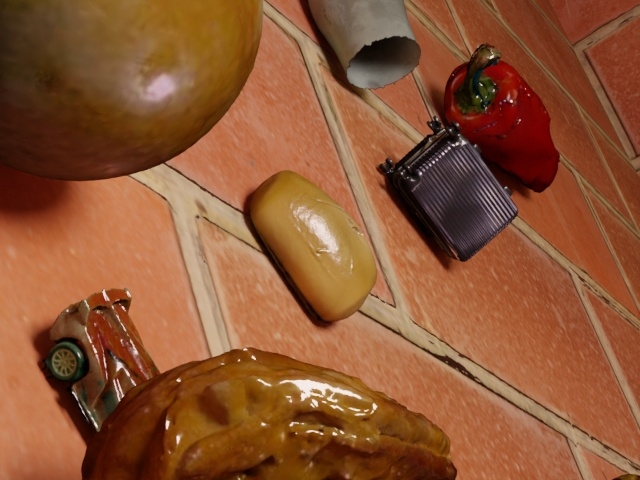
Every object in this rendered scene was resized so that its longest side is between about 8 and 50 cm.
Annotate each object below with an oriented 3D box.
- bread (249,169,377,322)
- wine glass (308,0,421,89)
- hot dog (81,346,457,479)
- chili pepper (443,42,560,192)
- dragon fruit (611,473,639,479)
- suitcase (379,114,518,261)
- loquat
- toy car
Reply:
[{"bbox_3d":[0.000,0.000,1.031,0.115,0.056,0.082,58,18,-2],"label":"bread"},{"bbox_3d":[0.031,-0.247,1.438,0.093,0.093,0.202,32,29,-53],"label":"wine glass"},{"bbox_3d":[-0.017,0.129,0.670,0.099,0.160,0.227,36,6,30],"label":"hot dog"},{"bbox_3d":[0.226,-0.139,1.762,0.387,0.110,0.110,35,29,-60],"label":"chili pepper"},{"bbox_3d":[0.274,0.262,1.202,0.125,0.125,0.246,37,13,34],"label":"dragon fruit"},{"bbox_3d":[0.123,-0.046,1.366,0.126,0.086,0.059,51,-6,-22],"label":"suitcase"},{"bbox_3d":[-0.132,-0.123,0.710,0.227,0.179,0.179,20,42,-50],"label":"loquat"},{"bbox_3d":[-0.091,0.084,0.703,0.122,0.035,0.059,61,18,5],"label":"toy car"}]
